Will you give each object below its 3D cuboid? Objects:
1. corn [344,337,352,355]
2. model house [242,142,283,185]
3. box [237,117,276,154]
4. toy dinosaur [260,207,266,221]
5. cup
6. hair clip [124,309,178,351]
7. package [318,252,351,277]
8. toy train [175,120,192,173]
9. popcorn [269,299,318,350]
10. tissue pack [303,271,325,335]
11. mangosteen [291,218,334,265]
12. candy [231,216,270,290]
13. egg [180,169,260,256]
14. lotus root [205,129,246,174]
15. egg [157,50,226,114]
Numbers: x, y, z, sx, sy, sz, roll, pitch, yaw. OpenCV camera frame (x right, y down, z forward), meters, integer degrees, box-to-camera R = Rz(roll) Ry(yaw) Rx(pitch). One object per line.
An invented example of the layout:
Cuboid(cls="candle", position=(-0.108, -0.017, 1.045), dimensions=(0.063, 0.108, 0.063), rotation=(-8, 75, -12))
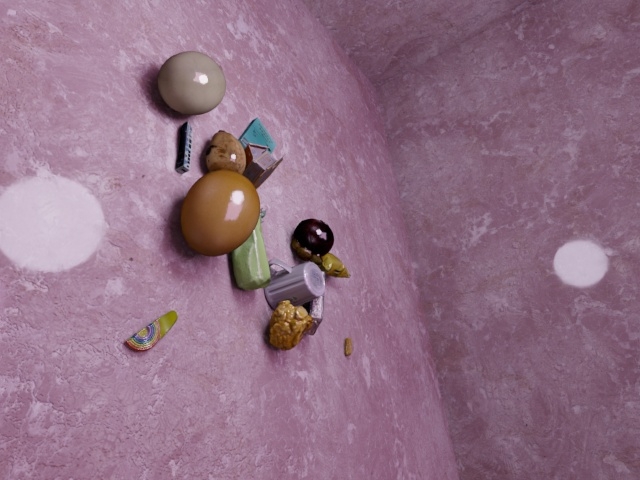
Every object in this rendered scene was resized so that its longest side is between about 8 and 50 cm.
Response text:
Cuboid(cls="corn", position=(0.138, 0.524, 2.077), dimensions=(0.037, 0.037, 0.092), rotation=(43, 36, -40))
Cuboid(cls="model house", position=(-0.280, -0.302, 1.735), dimensions=(0.136, 0.219, 0.207), rotation=(44, 42, -7))
Cuboid(cls="box", position=(-0.287, -0.440, 1.920), dimensions=(0.162, 0.041, 0.229), rotation=(54, 33, -28))
Cuboid(cls="toy dinosaur", position=(-0.245, -0.109, 1.814), dimensions=(0.083, 0.021, 0.062), rotation=(0, 80, -56))
Cuboid(cls="cup", position=(-0.115, 0.174, 1.680), dimensions=(0.221, 0.202, 0.167), rotation=(31, 45, -49))
Cuboid(cls="hair clip", position=(-0.466, 0.256, 1.196), dimensions=(0.060, 0.033, 0.188), rotation=(66, 29, -13))
Cuboid(cls="package", position=(0.045, 0.115, 2.077), dimensions=(0.226, 0.090, 0.168), rotation=(25, 17, -50))
Cuboid(cls="toy train", position=(-0.486, -0.338, 1.511), dimensions=(0.047, 0.043, 0.208), rotation=(32, 46, -52))
Cuboid(cls="popcorn", position=(-0.128, 0.320, 1.594), dimensions=(0.163, 0.194, 0.140), rotation=(45, 32, 6))
Cuboid(cls="tissue pack", position=(-0.030, 0.267, 1.813), dimensions=(0.073, 0.173, 0.236), rotation=(11, 50, -8))
Cuboid(cls="mangosteen", position=(-0.037, -0.003, 1.946), dimensions=(0.210, 0.209, 0.210), rotation=(38, 43, -45))
Cuboid(cls="candy", position=(-0.265, 0.017, 1.589), dimensions=(0.142, 0.131, 0.344), rotation=(9, 66, -52))
Cuboid(cls="egg", position=(-0.334, -0.090, 1.409), dimensions=(0.250, 0.250, 0.323), rotation=(48, 39, -35))
Cuboid(cls="lotus root", position=(-0.365, -0.325, 1.615), dimensions=(0.154, 0.140, 0.257), rotation=(24, 46, -45))
Cuboid(cls="egg", position=(-0.461, -0.564, 1.518), dimensions=(0.219, 0.219, 0.269), rotation=(65, 25, -11))
